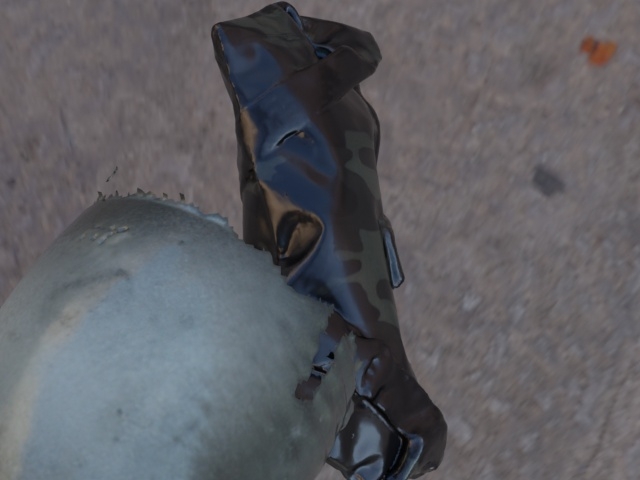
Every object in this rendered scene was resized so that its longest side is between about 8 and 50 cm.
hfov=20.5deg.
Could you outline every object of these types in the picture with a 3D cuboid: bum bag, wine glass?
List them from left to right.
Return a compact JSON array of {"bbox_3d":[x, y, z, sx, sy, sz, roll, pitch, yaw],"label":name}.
[{"bbox_3d":[-0.123,0.147,0.865,0.190,0.190,0.357,29,59,4],"label":"wine glass"},{"bbox_3d":[0.000,0.000,1.163,0.144,0.095,0.340,3,71,-40],"label":"bum bag"}]
